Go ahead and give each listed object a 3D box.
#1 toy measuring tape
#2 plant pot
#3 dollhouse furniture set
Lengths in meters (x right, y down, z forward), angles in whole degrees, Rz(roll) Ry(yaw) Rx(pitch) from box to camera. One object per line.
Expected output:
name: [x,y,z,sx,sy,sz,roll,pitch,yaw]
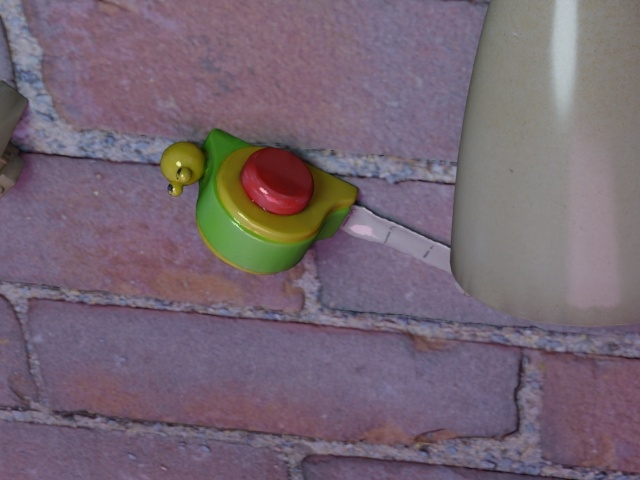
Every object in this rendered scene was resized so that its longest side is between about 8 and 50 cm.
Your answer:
toy measuring tape: [0.000,0.000,1.820,0.330,0.121,0.121,25,134,-10]
plant pot: [0.221,-0.112,1.591,0.256,0.256,0.274,0,116,15]
dollhouse furniture set: [-0.356,-0.074,1.835,0.144,0.123,0.151,37,131,-20]
